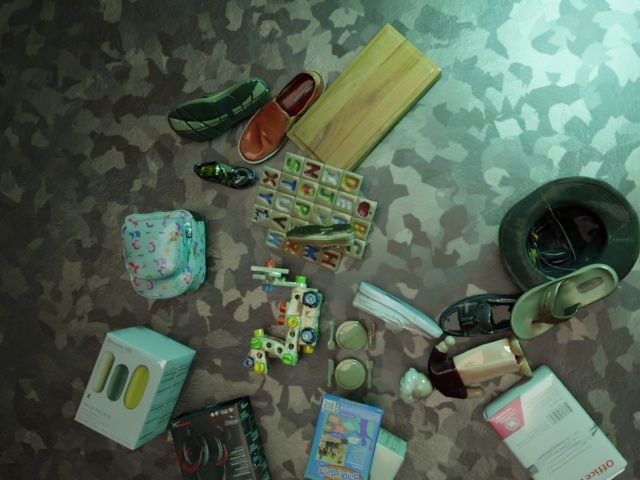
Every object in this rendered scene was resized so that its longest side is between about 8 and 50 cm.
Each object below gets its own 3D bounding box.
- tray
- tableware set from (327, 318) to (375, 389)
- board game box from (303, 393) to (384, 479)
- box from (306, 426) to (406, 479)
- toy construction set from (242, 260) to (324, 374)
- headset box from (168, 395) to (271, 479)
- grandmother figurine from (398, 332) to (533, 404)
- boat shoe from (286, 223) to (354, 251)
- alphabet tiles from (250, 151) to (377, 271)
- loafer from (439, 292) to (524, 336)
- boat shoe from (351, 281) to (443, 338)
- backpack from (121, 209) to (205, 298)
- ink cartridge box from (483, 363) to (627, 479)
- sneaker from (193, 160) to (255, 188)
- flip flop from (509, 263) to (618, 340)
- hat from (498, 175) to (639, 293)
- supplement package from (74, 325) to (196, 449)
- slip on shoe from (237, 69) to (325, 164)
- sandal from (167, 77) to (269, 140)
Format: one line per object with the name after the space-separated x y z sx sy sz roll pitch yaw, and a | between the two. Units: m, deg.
0.119 -0.375 1.648 0.203 0.076 0.411 44 98 10 | tray
0.083 0.317 1.656 0.128 0.039 0.194 2 95 0 | tableware set
0.060 0.513 1.497 0.160 0.047 0.210 14 89 11 | board game box
0.099 0.556 1.589 0.232 0.148 0.127 28 93 11 | box
-0.109 0.214 1.650 0.215 0.151 0.328 5 100 12 | toy construction set
-0.280 0.618 1.684 0.218 0.110 0.293 -16 85 10 | headset box
0.362 0.343 1.553 0.342 0.104 0.208 -24 99 16 | grandmother figurine
0.000 0.000 1.637 0.190 0.068 0.072 -1 119 19 | boat shoe
-0.024 -0.078 1.661 0.342 0.011 0.285 19 108 11 | alphabet tiles
0.461 0.191 1.551 0.302 0.095 0.109 -12 86 11 | loafer
0.205 0.208 1.614 0.258 0.095 0.084 30 99 21 | boat shoe
-0.447 0.042 1.702 0.225 0.191 0.254 -4 93 11 | backpack
0.586 0.495 1.503 0.207 0.117 0.283 -39 84 9 | ink cartridge box
-0.282 -0.191 1.722 0.188 0.078 0.067 10 91 11 | sneaker
0.581 0.150 1.428 0.277 0.080 0.112 -32 89 22 | flip flop
0.627 0.000 1.506 0.331 0.134 0.331 1 93 23 | hat
-0.523 0.410 1.694 0.199 0.198 0.263 22 93 12 | supplement package
-0.118 -0.354 1.679 0.123 0.101 0.331 45 98 3 | slip on shoe
-0.294 -0.384 1.729 0.302 0.086 0.120 -23 123 -6 | sandal
